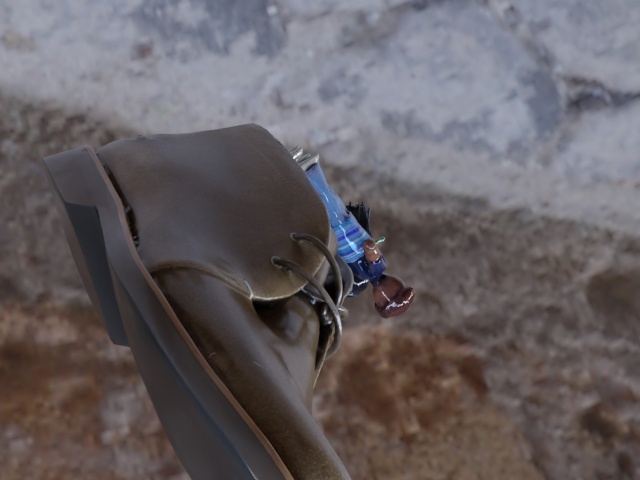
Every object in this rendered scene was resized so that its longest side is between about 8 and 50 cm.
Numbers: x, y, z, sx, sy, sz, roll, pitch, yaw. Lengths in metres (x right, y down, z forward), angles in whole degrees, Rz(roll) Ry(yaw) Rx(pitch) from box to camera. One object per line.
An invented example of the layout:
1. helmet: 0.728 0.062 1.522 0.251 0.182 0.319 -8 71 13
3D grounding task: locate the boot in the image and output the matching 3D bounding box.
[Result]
1. boot: -0.030 0.028 0.734 0.115 0.305 0.112 -19 124 -11

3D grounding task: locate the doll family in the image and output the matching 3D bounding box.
1. doll family: 0.000 0.000 1.086 0.076 0.193 0.111 -30 98 2
